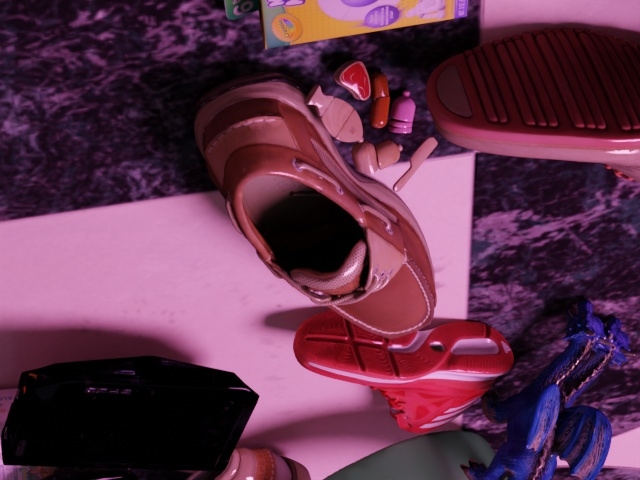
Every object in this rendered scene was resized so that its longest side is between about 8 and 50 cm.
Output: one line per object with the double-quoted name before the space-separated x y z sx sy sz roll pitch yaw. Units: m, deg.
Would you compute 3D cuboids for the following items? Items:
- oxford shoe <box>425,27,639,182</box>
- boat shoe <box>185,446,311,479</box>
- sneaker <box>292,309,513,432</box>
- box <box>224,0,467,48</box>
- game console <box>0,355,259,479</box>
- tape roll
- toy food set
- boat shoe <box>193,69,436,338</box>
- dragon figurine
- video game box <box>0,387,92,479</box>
"oxford shoe" 0.246 -0.086 1.283 0.348 0.123 0.130 1 142 -13
"boat shoe" -0.147 0.310 1.642 0.103 0.113 0.302 31 115 -33
"sneaker" 0.064 0.138 1.512 0.221 0.087 0.128 8 133 -20
"box" 0.018 -0.193 1.151 0.179 0.043 0.105 -8 151 -2
"game console" -0.206 0.233 1.514 0.213 0.044 0.361 5 136 -22
"tape roll" 0.057 0.322 1.644 0.321 0.077 0.321 -23 149 -15
"toy food set" 0.041 -0.099 1.271 0.078 0.019 0.122 -51 124 -14
"boat shoe" 0.000 0.000 1.315 0.122 0.120 0.324 -28 136 17
"dragon figurine" 0.212 0.186 1.493 0.085 0.289 0.144 33 142 -17
"video game box" -0.279 0.218 1.543 0.187 0.048 0.205 -2 138 -10
